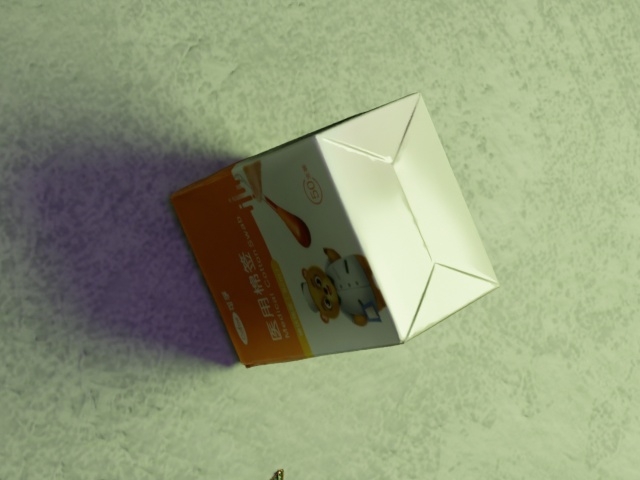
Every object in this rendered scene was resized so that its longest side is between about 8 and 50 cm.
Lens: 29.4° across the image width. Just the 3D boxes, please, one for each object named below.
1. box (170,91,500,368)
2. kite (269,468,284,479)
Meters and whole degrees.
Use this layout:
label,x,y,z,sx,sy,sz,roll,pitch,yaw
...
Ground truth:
label,x,y,z,sx,sy,sz,roll,pitch,yaw
box,0.000,0.000,1.312,0.143,0.341,0.225,-26,95,-33
kite,-0.102,0.339,1.403,0.190,0.010,0.159,-35,97,-26
